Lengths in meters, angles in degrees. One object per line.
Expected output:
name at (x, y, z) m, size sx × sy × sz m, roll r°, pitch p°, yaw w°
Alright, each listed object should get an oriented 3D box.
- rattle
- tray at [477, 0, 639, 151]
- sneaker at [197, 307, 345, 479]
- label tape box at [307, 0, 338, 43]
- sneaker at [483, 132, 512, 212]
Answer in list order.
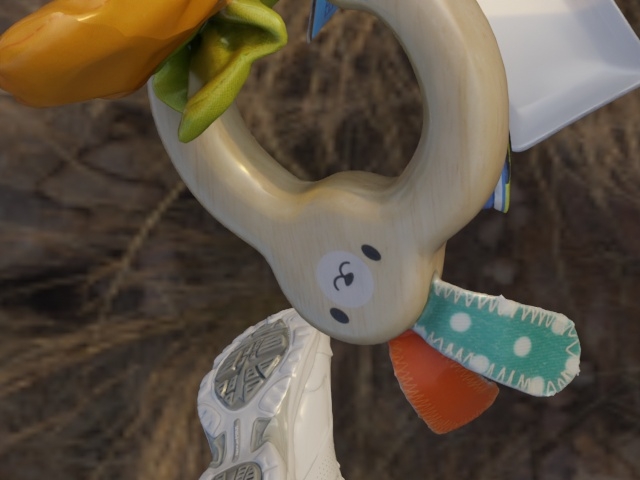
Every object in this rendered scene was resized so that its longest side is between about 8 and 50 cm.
rattle at (0.000, 0.000, 0.568) m, size 0.130 × 0.143 × 0.199 m, roll -12°, pitch 107°, yaw 14°
tray at (0.136, -0.207, 1.451) m, size 0.270 × 0.145 × 0.030 m, roll 58°, pitch 162°, yaw 9°
sneaker at (-0.024, 0.150, 1.250) m, size 0.090 × 0.115 × 0.232 m, roll -19°, pitch 39°, yaw 29°
label tape box at (0.057, -0.313, 1.061) m, size 0.106 × 0.333 × 0.240 m, roll 33°, pitch 152°, yaw 14°
sneaker at (0.097, -0.078, 1.237) m, size 0.059 × 0.053 × 0.144 m, roll 0°, pitch 127°, yaw 11°
